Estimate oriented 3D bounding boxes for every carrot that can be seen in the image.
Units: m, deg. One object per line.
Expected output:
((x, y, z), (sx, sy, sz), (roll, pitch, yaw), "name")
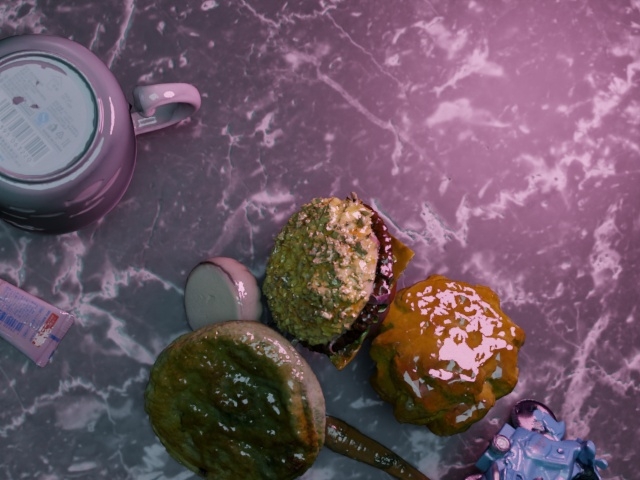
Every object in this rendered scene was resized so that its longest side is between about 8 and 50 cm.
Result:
((0.098, 0.333, 1.961), (0.254, 0.049, 0.049), (30, 82, -8), "carrot")

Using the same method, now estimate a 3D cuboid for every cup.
((-0.341, -0.162, 1.836), (0.356, 0.274, 0.260), (-15, 87, -7), "cup")

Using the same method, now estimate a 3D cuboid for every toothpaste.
((-0.481, 0.089, 1.911), (0.234, 0.057, 0.089), (33, 84, -9), "toothpaste")

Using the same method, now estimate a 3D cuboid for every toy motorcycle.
((0.314, 0.357, 1.912), (0.182, 0.124, 0.272), (38, 47, 10), "toy motorcycle")

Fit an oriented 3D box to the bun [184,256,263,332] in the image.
((-0.129, 0.090, 1.923), (0.094, 0.138, 0.138), (-9, 85, -44), "bun")

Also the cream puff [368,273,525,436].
((0.179, 0.166, 1.906), (0.244, 0.196, 0.244), (1, 84, -9), "cream puff")

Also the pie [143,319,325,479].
((-0.126, 0.239, 1.867), (0.276, 0.078, 0.277), (3, 111, 9), "pie")

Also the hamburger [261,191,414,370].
((0.005, 0.052, 1.870), (0.138, 0.243, 0.262), (16, 103, -34), "hamburger")
